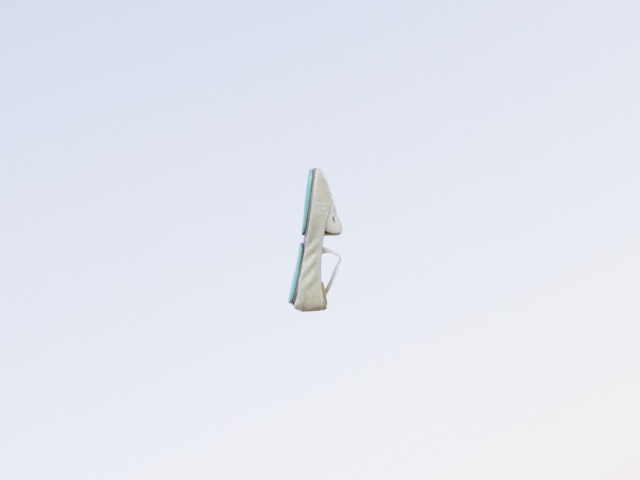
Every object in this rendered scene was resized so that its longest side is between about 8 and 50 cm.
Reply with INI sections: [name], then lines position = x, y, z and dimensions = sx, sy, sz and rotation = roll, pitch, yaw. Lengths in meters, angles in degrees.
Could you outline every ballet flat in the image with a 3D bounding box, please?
[ballet flat]
position = 0.000, 0.000, 1.328
dimensions = 0.052, 0.057, 0.168
rotation = 8, -75, -4
